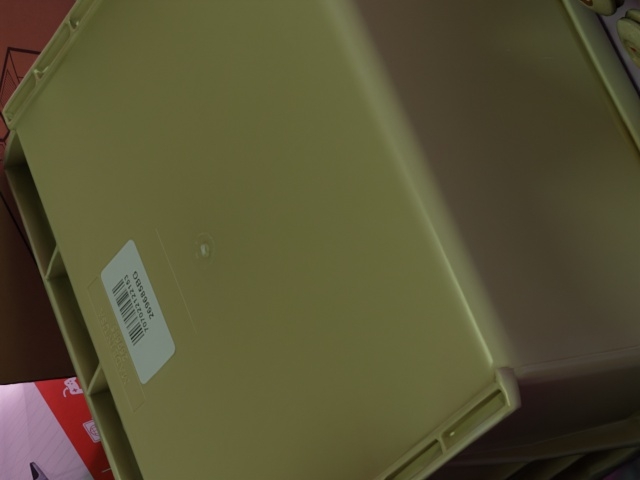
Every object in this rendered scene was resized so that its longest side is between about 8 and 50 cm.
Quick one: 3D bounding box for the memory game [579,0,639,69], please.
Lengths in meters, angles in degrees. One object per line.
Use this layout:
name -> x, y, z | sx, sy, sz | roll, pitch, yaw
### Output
memory game -> 0.102, -0.086, 0.577 | 0.012, 0.186, 0.186 | -42, 53, -1

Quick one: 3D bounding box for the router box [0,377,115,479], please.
router box -> -0.194, 0.184, 0.850 | 0.335, 0.301, 0.082 | 50, 147, 35

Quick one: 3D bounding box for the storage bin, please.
storage bin -> 0.000, 0.000, 0.734 | 0.260, 0.123, 0.262 | -46, 60, 45

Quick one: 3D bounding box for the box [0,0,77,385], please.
box -> -0.138, -0.033, 0.877 | 0.021, 0.164, 0.201 | -12, 84, 28
